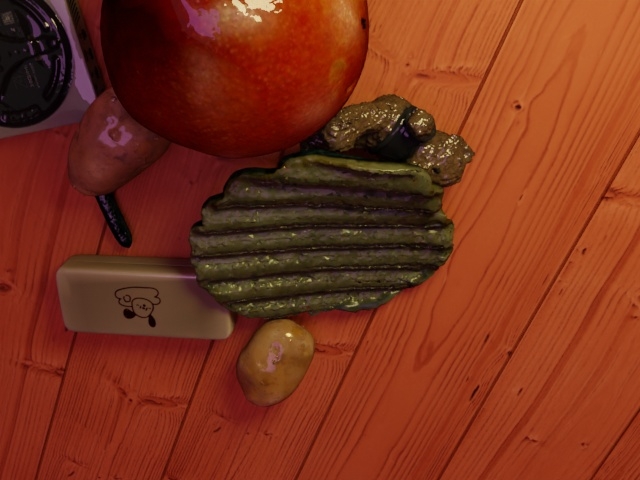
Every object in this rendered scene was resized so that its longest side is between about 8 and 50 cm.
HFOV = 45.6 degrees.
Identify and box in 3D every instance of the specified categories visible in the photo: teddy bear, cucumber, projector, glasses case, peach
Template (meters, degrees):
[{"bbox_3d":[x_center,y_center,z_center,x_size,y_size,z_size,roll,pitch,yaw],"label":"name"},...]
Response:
[{"bbox_3d":[0.107,-0.158,1.160,0.251,0.182,0.129,17,75,-12],"label":"teddy bear"},{"bbox_3d":[-0.361,-0.046,1.323,0.032,0.032,0.133,-16,111,15],"label":"cucumber"},{"bbox_3d":[-0.497,-0.298,1.209,0.259,0.079,0.257,-10,110,11],"label":"projector"},{"bbox_3d":[-0.307,0.099,1.355,0.313,0.070,0.131,3,113,8],"label":"glasses case"},{"bbox_3d":[-0.113,-0.285,0.990,0.388,0.388,0.388,3,113,7],"label":"peach"}]

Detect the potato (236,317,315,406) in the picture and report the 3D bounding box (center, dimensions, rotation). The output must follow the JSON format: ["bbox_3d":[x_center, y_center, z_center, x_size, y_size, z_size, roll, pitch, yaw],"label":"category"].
[{"bbox_3d":[-0.082,0.214,1.351,0.118,0.109,0.178,37,109,16],"label":"potato"}]

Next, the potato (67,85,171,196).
[{"bbox_3d":[-0.315,-0.152,1.196,0.235,0.161,0.128,-38,78,12],"label":"potato"}]

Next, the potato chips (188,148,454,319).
[{"bbox_3d":[0.000,0.000,1.196,0.429,0.070,0.358,-2,137,1],"label":"potato chips"}]
